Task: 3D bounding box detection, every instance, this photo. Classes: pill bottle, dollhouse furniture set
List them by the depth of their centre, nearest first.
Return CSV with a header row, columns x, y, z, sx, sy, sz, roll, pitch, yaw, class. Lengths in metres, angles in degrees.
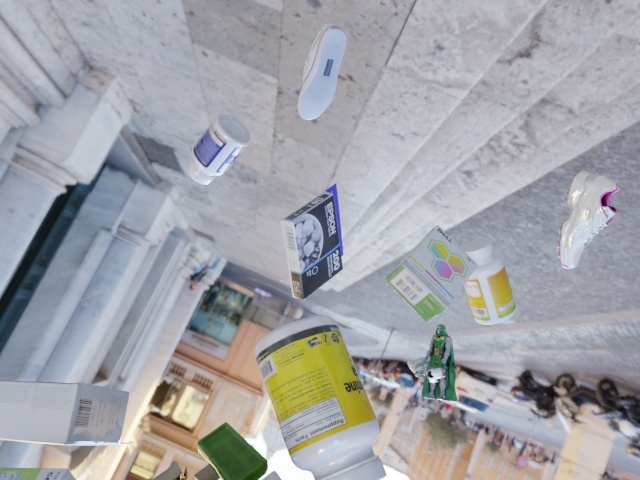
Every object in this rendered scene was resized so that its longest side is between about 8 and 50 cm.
x,y,z,sx,sy,sz,roll,pitch,yaw,class
0.003,0.335,1.141,0.188,0.188,0.334,54,-168,-68,pill bottle
-0.279,0.593,1.275,0.151,0.301,0.197,34,136,33,dollhouse furniture set
-0.287,-0.244,1.557,0.112,0.112,0.187,30,125,-26,pill bottle
0.515,0.125,1.772,0.136,0.136,0.245,6,120,59,pill bottle

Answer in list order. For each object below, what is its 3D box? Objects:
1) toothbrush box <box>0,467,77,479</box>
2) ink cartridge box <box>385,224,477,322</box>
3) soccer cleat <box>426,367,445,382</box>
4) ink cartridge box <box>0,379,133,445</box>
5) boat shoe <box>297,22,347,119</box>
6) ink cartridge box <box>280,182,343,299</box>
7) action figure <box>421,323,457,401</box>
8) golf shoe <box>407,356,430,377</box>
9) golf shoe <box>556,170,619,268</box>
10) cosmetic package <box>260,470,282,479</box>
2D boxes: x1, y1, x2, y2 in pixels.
x,y,z,sx,sy,sz,roll,pitch,yaw,class
-0.601,0.561,1.126,0.283,0.122,0.206,-6,123,14,toothbrush box
0.221,0.046,1.059,0.109,0.209,0.062,46,136,5,ink cartridge box
0.252,0.302,1.272,0.036,0.029,0.083,3,158,-7,soccer cleat
-0.631,0.408,1.335,0.309,0.130,0.272,-1,160,14,ink cartridge box
0.000,-0.457,1.539,0.095,0.258,0.084,10,-148,-28,boat shoe
0.000,0.000,1.311,0.045,0.208,0.206,15,127,34,ink cartridge box
0.368,0.375,1.763,0.137,0.232,0.063,-10,156,44,action figure
0.405,0.451,2.110,0.176,0.069,0.086,-3,-160,-30,golf shoe
0.806,-0.052,1.713,0.140,0.306,0.115,17,-160,38,golf shoe
-0.151,0.753,1.099,0.393,0.329,0.327,51,-154,12,cosmetic package
